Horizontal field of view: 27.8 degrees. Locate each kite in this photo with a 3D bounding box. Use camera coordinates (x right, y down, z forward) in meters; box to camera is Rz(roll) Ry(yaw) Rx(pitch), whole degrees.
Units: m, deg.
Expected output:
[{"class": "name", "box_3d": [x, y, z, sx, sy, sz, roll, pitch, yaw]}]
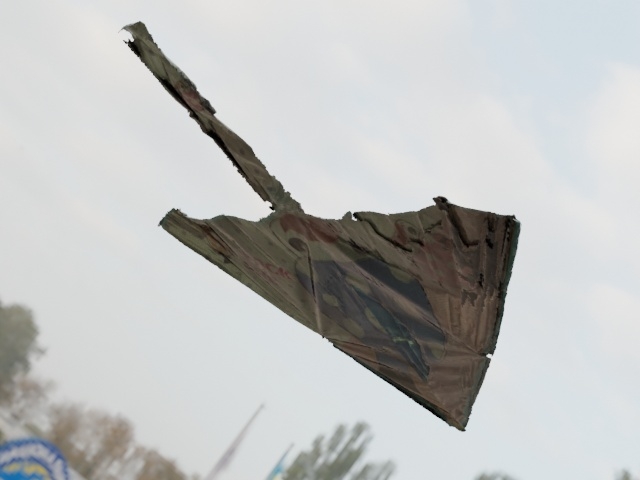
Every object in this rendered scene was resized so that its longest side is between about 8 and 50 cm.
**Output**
[{"class": "kite", "box_3d": [0.000, 0.000, 0.716, 0.314, 0.011, 0.335, 51, -27, -23]}]
